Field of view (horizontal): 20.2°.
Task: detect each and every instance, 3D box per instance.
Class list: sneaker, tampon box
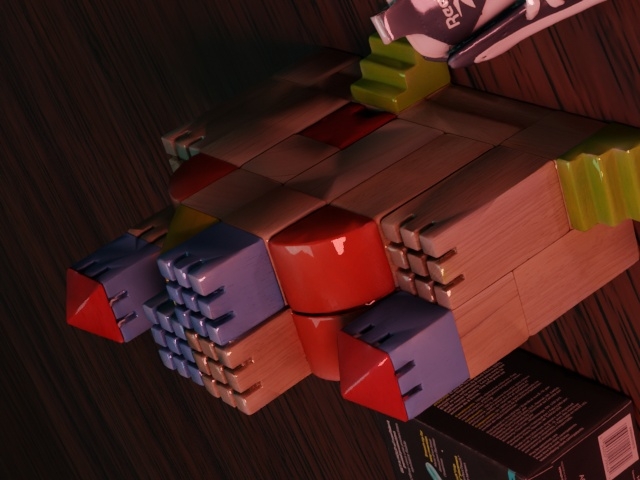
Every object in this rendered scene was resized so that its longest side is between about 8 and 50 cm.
[{"bbox_3d":[0.106,-0.145,0.902,0.235,0.153,0.094,-2,118,60],"label":"sneaker"},{"bbox_3d":[0.133,0.155,1.243,0.161,0.101,0.120,25,139,49],"label":"tampon box"}]

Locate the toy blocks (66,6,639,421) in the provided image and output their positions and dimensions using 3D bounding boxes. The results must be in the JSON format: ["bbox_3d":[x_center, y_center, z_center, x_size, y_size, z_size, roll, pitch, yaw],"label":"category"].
[{"bbox_3d":[0.000,0.000,1.124,0.381,0.261,0.191,22,137,50],"label":"toy blocks"}]
